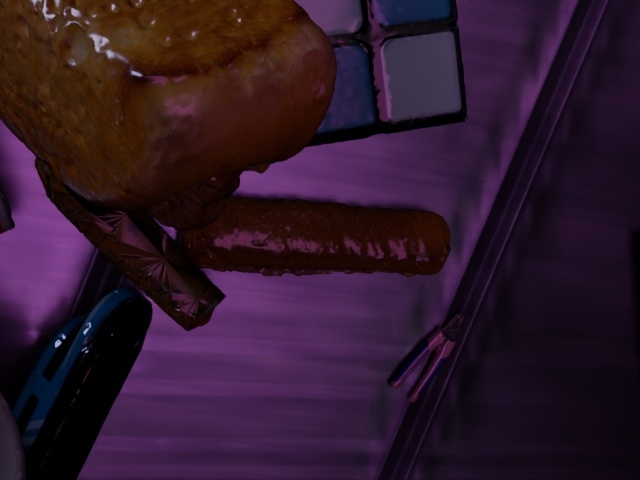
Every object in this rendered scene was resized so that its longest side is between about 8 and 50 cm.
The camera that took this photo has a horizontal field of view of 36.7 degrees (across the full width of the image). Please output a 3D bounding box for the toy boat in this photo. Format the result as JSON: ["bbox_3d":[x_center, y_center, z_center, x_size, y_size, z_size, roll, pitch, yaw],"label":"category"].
[{"bbox_3d":[-0.269,0.172,0.935,0.092,0.134,0.298,26,90,11],"label":"toy boat"}]

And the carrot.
[{"bbox_3d":[-0.183,-0.004,0.932,0.069,0.069,0.228,-43,96,-4],"label":"carrot"}]

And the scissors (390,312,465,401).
[{"bbox_3d":[0.124,0.127,1.078,0.039,0.012,0.113,37,89,-18],"label":"scissors"}]

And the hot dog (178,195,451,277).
[{"bbox_3d":[0.000,-0.001,0.997,0.289,0.068,0.083,2,93,-13],"label":"hot dog"}]

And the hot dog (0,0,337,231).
[{"bbox_3d":[-0.173,-0.151,0.814,0.185,0.405,0.223,-33,148,-29],"label":"hot dog"}]

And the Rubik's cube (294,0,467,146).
[{"bbox_3d":[0.023,-0.190,0.911,0.167,0.180,0.183,-12,100,-14],"label":"Rubik's cube"}]

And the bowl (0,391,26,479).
[{"bbox_3d":[-0.413,0.199,0.816,0.289,0.146,0.289,-7,102,-34],"label":"bowl"}]

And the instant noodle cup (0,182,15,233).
[{"bbox_3d":[-0.392,-0.035,0.838,0.212,0.193,0.193,-22,104,-18],"label":"instant noodle cup"}]
